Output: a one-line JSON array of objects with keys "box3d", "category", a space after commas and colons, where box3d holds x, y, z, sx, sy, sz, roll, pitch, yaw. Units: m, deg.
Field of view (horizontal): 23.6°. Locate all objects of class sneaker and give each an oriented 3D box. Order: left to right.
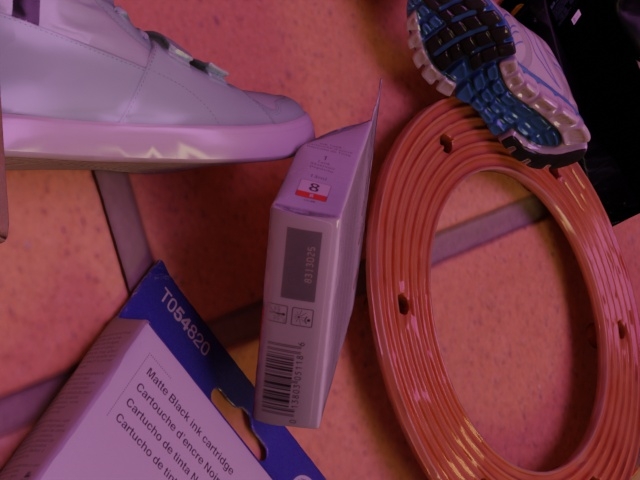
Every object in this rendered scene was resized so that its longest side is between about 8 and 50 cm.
[{"box3d": [-0.099, -0.113, 0.824, 0.256, 0.094, 0.151, 0, 86, -47], "category": "sneaker"}, {"box3d": [0.122, -0.133, 1.087, 0.190, 0.071, 0.083, 44, 35, -36], "category": "sneaker"}]

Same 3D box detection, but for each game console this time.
[{"box3d": [0.269, -0.183, 1.325, 0.361, 0.044, 0.213, -50, 119, -43], "category": "game console"}]

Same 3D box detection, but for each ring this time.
[{"box3d": [0.136, 0.058, 1.103, 0.336, 0.032, 0.337, 20, 63, -46], "category": "ring"}]

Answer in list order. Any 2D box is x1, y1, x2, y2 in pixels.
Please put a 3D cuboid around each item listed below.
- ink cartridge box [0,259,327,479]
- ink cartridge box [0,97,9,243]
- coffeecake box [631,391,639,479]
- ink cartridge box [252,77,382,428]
[{"box3d": [-0.067, 0.158, 0.832, 0.223, 0.045, 0.224, 54, 44, -25], "category": "ink cartridge box"}, {"box3d": [-0.221, -0.118, 0.644, 0.193, 0.088, 0.235, 23, 60, -68], "category": "ink cartridge box"}, {"box3d": [0.338, 0.181, 1.227, 0.185, 0.142, 0.068, 35, 55, -38], "category": "coffeecake box"}, {"box3d": [0.000, 0.000, 0.901, 0.179, 0.045, 0.145, -76, 174, -58], "category": "ink cartridge box"}]
